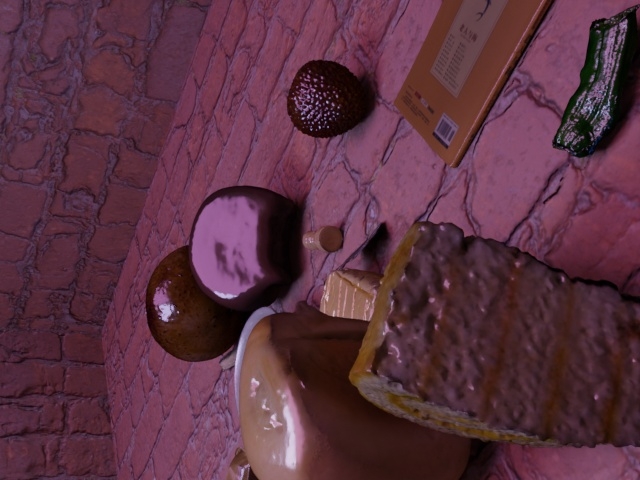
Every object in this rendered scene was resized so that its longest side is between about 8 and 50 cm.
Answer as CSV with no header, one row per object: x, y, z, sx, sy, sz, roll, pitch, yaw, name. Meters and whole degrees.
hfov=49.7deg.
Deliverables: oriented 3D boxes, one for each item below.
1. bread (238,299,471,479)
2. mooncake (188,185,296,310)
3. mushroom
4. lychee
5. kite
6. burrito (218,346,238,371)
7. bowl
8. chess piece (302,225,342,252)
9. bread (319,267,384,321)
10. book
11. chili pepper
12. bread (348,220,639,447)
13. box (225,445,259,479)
0.058,0.303,1.173,0.253,0.376,0.348,-66,33,27,bread
-0.192,0.010,1.853,0.333,0.174,0.326,-35,69,9,mooncake
-0.382,0.163,2.053,0.356,0.334,0.331,31,133,42,mushroom
0.013,-0.329,1.630,0.194,0.194,0.195,-24,62,57,lychee
0.063,0.043,1.544,0.127,0.016,0.229,-46,-3,-39,kite
-0.260,0.352,2.086,0.045,0.041,0.185,50,141,-2,burrito
-0.086,0.323,1.667,0.313,0.146,0.314,-28,58,57,bowl
0.000,0.000,1.688,0.122,0.066,0.066,171,105,-65,chess piece
0.094,0.133,1.433,0.236,0.106,0.140,18,100,61,bread
0.279,-0.366,1.308,0.389,0.032,0.269,-63,35,30,book
0.409,-0.231,1.009,0.098,0.061,0.224,43,119,62,chili pepper
0.251,0.161,0.972,0.264,0.395,0.239,109,180,-71,bread
-0.203,0.641,1.838,0.111,0.111,0.177,5,87,61,box
